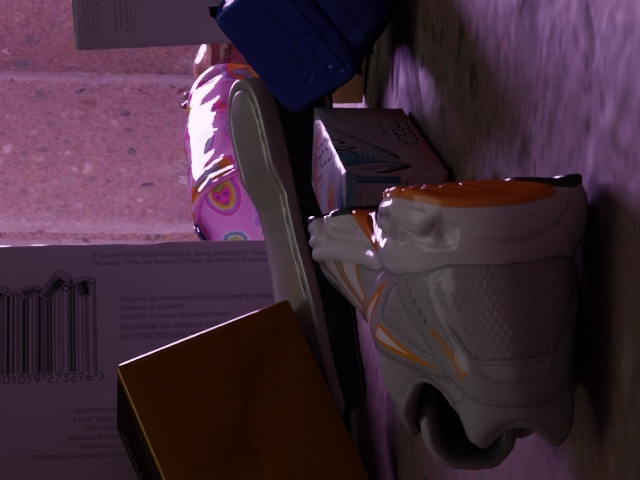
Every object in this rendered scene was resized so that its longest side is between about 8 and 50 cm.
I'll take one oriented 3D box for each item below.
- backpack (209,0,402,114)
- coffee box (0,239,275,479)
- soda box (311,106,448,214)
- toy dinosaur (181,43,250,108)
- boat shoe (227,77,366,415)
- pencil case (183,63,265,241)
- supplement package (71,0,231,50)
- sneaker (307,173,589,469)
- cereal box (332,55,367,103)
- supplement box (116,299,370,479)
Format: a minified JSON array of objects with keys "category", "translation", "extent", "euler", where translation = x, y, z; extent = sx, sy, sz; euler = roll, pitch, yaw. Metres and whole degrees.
[{"category":"backpack","translation":[0.004,-0.156,1.148],"extent":[0.098,0.101,0.120],"euler":[56,-151,-14]},{"category":"coffee box","translation":[-0.160,0.225,1.511],"extent":[0.334,0.337,0.338],"euler":[101,167,-60]},{"category":"soda box","translation":[0.033,-0.037,1.050],"extent":[0.183,0.063,0.058],"euler":[-112,23,-73]},{"category":"toy dinosaur","translation":[-0.113,-0.258,2.128],"extent":[0.200,0.127,0.296],"euler":[164,101,-76]},{"category":"boat shoe","translation":[0.000,0.000,1.236],"extent":[0.095,0.079,0.254],"euler":[149,107,-67]},{"category":"pencil case","translation":[-0.084,-0.086,1.843],"extent":[0.284,0.124,0.124],"euler":[-103,15,-59]},{"category":"supplement package","translation":[-0.110,-0.214,1.381],"extent":[0.105,0.179,0.105],"euler":[-106,13,-76]},{"category":"sneaker","translation":[0.052,0.040,0.767],"extent":[0.262,0.099,0.121],"euler":[152,114,-84]},{"category":"cereal box","translation":[0.007,-0.246,1.359],"extent":[0.240,0.047,0.173],"euler":[-97,9,-50]},{"category":"supplement box","translation":[-0.053,0.175,1.231],"extent":[0.194,0.129,0.191],"euler":[109,138,-70]}]
